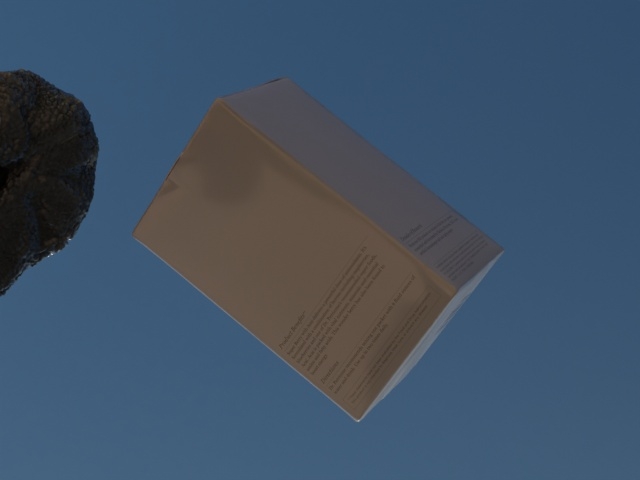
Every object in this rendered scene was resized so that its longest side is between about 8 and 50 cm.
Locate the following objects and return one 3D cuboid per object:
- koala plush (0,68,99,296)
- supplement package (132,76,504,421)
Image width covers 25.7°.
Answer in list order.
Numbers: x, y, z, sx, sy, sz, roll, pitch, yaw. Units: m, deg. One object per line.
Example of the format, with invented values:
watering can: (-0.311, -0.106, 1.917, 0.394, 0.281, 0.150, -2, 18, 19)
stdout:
koala plush: (-0.314, -0.065, 1.193, 0.203, 0.196, 0.221, -34, -152, -24)
supplement package: (0.000, 0.000, 1.386, 0.293, 0.175, 0.177, 39, -65, 9)
